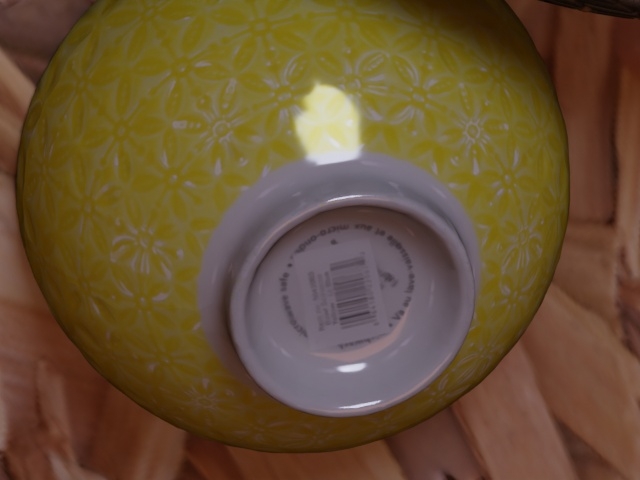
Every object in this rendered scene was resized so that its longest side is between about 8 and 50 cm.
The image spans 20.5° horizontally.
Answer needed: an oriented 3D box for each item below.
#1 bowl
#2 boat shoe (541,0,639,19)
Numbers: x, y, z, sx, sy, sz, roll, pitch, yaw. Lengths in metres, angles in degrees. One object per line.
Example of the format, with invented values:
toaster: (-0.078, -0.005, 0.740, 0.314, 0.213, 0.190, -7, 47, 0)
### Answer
bowl: (0.000, 0.000, 0.865, 0.289, 0.156, 0.289, -5, 116, -10)
boat shoe: (0.054, -0.197, 0.784, 0.355, 0.132, 0.130, 20, 95, -13)
